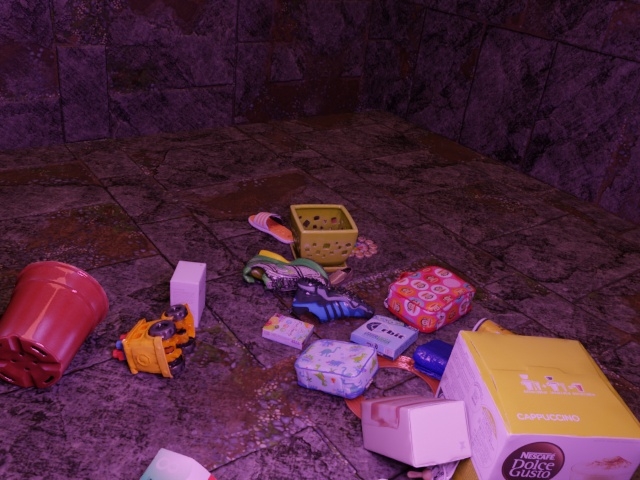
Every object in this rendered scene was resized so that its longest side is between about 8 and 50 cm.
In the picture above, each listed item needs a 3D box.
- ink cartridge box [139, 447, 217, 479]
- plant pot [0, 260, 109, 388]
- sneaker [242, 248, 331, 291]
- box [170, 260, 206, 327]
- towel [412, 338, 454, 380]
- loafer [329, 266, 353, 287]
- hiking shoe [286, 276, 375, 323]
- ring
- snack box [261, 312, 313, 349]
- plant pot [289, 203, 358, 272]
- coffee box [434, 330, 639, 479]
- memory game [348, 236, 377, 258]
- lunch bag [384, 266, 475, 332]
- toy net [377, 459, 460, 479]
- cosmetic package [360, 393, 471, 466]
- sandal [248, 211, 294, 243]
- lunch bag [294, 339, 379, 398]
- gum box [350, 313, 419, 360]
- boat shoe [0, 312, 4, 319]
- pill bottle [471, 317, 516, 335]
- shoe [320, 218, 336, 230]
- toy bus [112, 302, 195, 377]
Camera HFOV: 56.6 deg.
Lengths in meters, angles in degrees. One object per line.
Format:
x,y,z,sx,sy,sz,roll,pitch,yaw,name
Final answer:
-0.304,0.581,1.336,0.224,0.056,0.181,12,29,12,ink cartridge box
-0.767,0.243,1.648,0.272,0.272,0.265,7,36,-1,plant pot
-0.122,0.142,2.125,0.343,0.134,0.146,10,34,24,sneaker
-0.428,0.173,1.924,0.091,0.170,0.130,6,28,-2,box
0.444,0.402,1.790,0.308,0.076,0.227,24,11,28,towel
0.067,0.136,2.234,0.056,0.050,0.148,27,34,32,loafer
0.038,0.224,2.018,0.304,0.132,0.113,22,8,-20,hiking shoe
0.228,0.437,1.745,0.336,0.032,0.336,6,29,-3,ring
-0.105,0.292,1.922,0.141,0.037,0.100,16,31,15,snack box
0.000,0.000,2.303,0.227,0.207,0.228,0,29,-15,plant pot
0.493,0.457,1.430,0.337,0.334,0.338,6,29,-10,coffee box
0.150,0.024,2.496,0.186,0.012,0.186,6,28,-3,memory game
0.379,0.193,2.130,0.293,0.120,0.258,-18,37,-38,lunch bag
0.221,0.566,1.369,0.232,0.045,0.122,-36,25,4,toy net
0.220,0.453,1.449,0.153,0.129,0.296,-2,-10,-20,cosmetic package
-0.193,-0.073,2.525,0.265,0.076,0.102,28,34,33,sandal
0.051,0.365,1.730,0.219,0.090,0.176,3,26,28,lunch bag
0.210,0.309,1.929,0.157,0.041,0.184,18,23,29,gum box
-1.011,0.261,1.703,0.257,0.095,0.095,-14,35,-33,boat shoe
0.588,0.338,1.933,0.103,0.103,0.184,-19,39,-40,pill bottle
0.057,-0.044,2.544,0.081,0.063,0.178,-8,27,-16,shoe
-0.493,0.291,1.749,0.211,0.149,0.220,-4,24,12,toy bus
